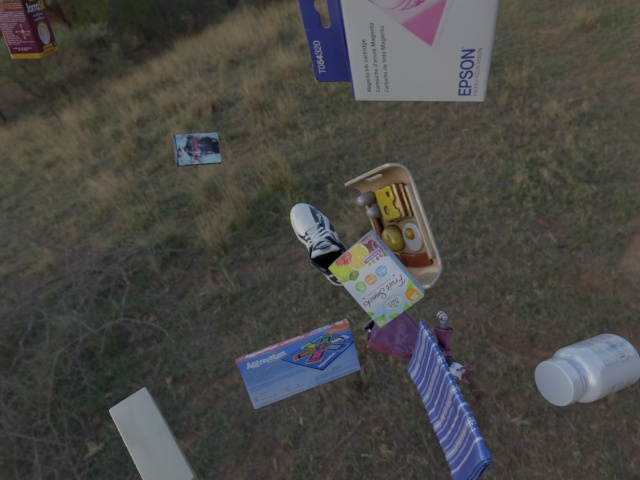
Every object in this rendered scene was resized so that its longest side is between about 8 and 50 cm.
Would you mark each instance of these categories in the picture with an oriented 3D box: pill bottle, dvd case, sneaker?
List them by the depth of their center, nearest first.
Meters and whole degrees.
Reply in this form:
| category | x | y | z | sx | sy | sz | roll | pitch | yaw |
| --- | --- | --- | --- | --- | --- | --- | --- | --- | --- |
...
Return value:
| category | x | y | z | sx | sy | sz | roll | pitch | yaw |
| --- | --- | --- | --- | --- | --- | --- | --- | --- | --- |
| pill bottle | 0.628 | 0.309 | 1.107 | 0.229 | 0.131 | 0.131 | -9 | 25 | -25 |
| sneaker | 0.000 | 0.000 | 1.122 | 0.094 | 0.235 | 0.153 | -26 | -9 | -2 |
| dvd case | -0.333 | -0.246 | 1.262 | 0.119 | 0.087 | 0.013 | -7 | -7 | -14 |

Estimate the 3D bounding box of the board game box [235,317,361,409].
| category | x | y | z | sx | sy | sz | roll | pitch | yaw |
| --- | --- | --- | --- | --- | --- | --- | --- | --- | --- |
| board game box | -0.049 | 0.300 | 1.136 | 0.281 | 0.145 | 0.027 | -18 | 23 | -8 |

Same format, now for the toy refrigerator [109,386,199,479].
| category | x | y | z | sx | sy | sz | roll | pitch | yaw |
| --- | --- | --- | --- | --- | --- | --- | --- | --- | --- |
| toy refrigerator | -0.421 | 0.522 | 1.186 | 0.102 | 0.094 | 0.269 | -31 | 62 | -22 |

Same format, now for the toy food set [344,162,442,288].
| category | x | y | z | sx | sy | sz | roll | pitch | yaw |
| --- | --- | --- | --- | --- | --- | --- | --- | --- | --- |
| toy food set | 0.166 | -0.025 | 1.173 | 0.092 | 0.306 | 0.219 | -20 | 1 | -26 |

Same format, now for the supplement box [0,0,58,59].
| category | x | y | z | sx | sy | sz | roll | pitch | yaw |
| --- | --- | --- | --- | --- | --- | --- | --- | --- | --- |
| supplement box | -0.403 | -0.297 | 0.640 | 0.043 | 0.083 | 0.055 | -1 | 34 | 1 |

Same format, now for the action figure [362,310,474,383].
| category | x | y | z | sx | sy | sz | roll | pitch | yaw |
| --- | --- | --- | --- | --- | --- | --- | --- | --- | --- |
| action figure | 0.313 | 0.364 | 1.525 | 0.370 | 0.276 | 0.248 | 31 | 67 | 12 |

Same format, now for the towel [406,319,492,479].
| category | x | y | z | sx | sy | sz | roll | pitch | yaw |
| --- | --- | --- | --- | --- | --- | --- | --- | --- | --- |
| towel | 0.284 | 0.389 | 1.090 | 0.040 | 0.243 | 0.336 | -13 | 49 | -9 |

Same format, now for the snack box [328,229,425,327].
| category | x | y | z | sx | sy | sz | roll | pitch | yaw |
| --- | --- | --- | --- | --- | --- | --- | --- | --- | --- |
| snack box | 0.098 | 0.067 | 0.815 | 0.100 | 0.141 | 0.037 | -41 | 0 | 21 |

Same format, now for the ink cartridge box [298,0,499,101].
| category | x | y | z | sx | sy | sz | roll | pitch | yaw |
| --- | --- | --- | --- | --- | --- | --- | --- | --- | --- |
| ink cartridge box | 0.113 | -0.369 | 0.755 | 0.330 | 0.324 | 0.071 | 4 | 57 | 16 |
